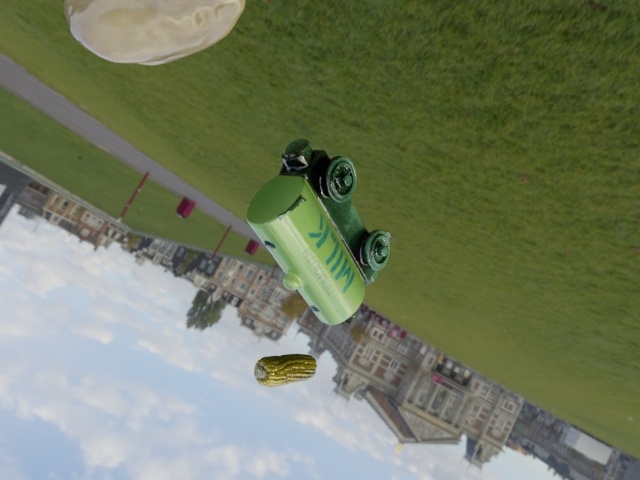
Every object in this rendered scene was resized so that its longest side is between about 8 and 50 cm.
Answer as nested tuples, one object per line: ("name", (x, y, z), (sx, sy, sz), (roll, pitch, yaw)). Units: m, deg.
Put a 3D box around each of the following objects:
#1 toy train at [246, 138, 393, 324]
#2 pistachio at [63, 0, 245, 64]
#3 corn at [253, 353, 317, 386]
("toy train", (0.000, 0.000, 0.597), (0.105, 0.157, 0.253), (11, 145, 38))
("pistachio", (-0.248, -0.370, 0.690), (0.299, 0.188, 0.187), (-10, 158, 19))
("corn", (-0.080, 0.311, 1.114), (0.072, 0.072, 0.203), (24, -173, 35))
